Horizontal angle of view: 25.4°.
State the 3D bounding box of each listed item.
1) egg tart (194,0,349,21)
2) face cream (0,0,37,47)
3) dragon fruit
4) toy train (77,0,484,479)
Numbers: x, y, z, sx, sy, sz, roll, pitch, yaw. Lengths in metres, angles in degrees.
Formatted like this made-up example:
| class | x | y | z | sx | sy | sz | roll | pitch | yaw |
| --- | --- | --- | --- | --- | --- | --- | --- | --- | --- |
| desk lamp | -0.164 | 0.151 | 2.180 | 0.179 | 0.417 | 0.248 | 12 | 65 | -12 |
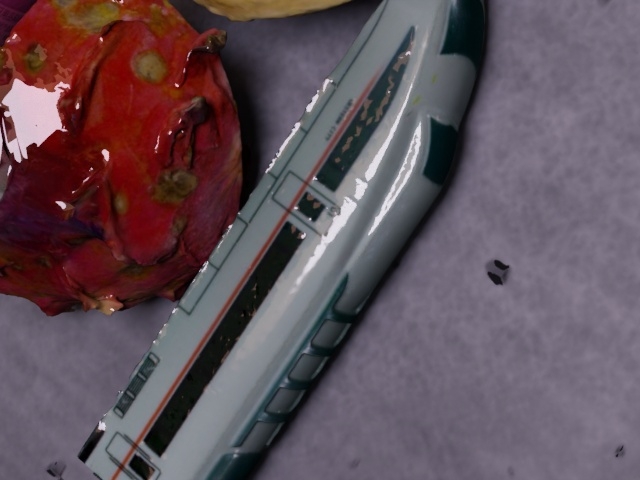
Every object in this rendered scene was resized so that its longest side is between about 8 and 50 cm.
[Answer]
| class | x | y | z | sx | sy | sz | roll | pitch | yaw |
| --- | --- | --- | --- | --- | --- | --- | --- | --- | --- |
| egg tart | -0.004 | -0.326 | 0.904 | 0.387 | 0.169 | 0.388 | -3 | 84 | 35 |
| face cream | -0.317 | -0.171 | 1.045 | 0.195 | 0.175 | 0.175 | -48 | 64 | 11 |
| dragon fruit | -0.134 | -0.040 | 0.915 | 0.161 | 0.126 | 0.274 | 22 | 119 | 9 |
| toy train | 0.000 | 0.000 | 0.897 | 0.088 | 0.086 | 0.407 | 38 | 100 | 28 |
